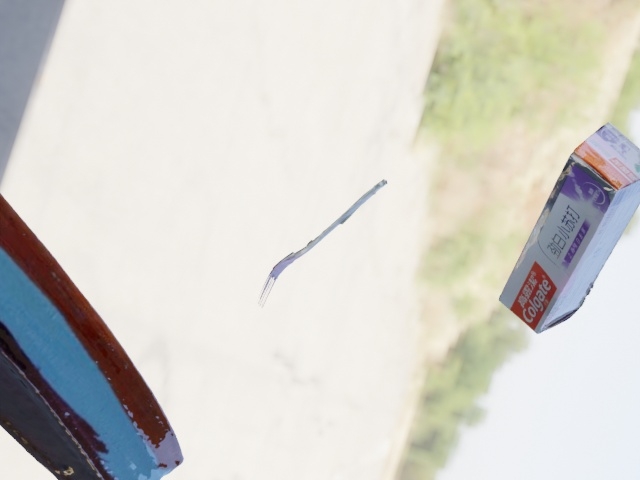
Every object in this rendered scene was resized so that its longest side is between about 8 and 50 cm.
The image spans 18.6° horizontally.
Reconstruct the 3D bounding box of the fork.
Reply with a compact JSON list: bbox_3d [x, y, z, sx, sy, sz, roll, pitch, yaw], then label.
[{"bbox_3d":[-0.001,-0.001,1.246,0.115,0.012,0.016,-44,167,-5],"label":"fork"}]

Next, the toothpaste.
[{"bbox_3d":[0.166,-0.002,1.273,0.040,0.047,0.196,-40,164,-27],"label":"toothpaste"}]

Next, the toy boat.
[{"bbox_3d":[-0.220,0.042,1.298,0.392,0.136,0.079,57,48,-37],"label":"toy boat"}]
